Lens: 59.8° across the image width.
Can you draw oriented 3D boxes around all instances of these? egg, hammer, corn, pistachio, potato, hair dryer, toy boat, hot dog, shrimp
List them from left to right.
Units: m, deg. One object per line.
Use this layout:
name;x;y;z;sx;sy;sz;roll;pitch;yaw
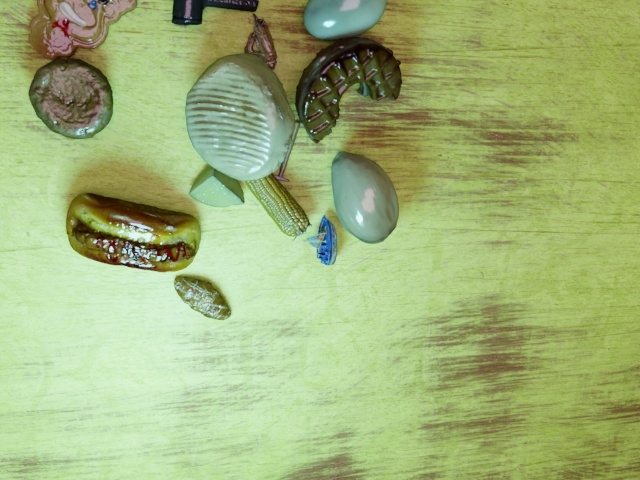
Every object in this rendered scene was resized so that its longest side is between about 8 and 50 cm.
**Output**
hot dog;-0.566;-0.016;1.689;0.405;0.223;0.185;12;99;-16
hair dryer;-0.306;-0.724;1.643;0.251;0.089;0.197;2;102;-23
potato;-0.332;-0.163;1.796;0.120;0.081;0.149;-27;130;27
shrimp;-0.190;-0.606;1.718;0.099;0.041;0.180;-8;108;4
corn;-0.153;-0.138;1.814;0.106;0.106;0.305;-40;105;0
hammer;-0.102;-0.291;1.830;0.062;0.013;0.199;16;101;-17
toy boat;0.000;0.000;1.890;0.110;0.091;0.175;-2;101;-29
egg;0.073;-0.701;1.671;0.264;0.183;0.183;-24;109;0
pistachio;0.140;-0.144;1.837;0.226;0.208;0.332;-13;105;36

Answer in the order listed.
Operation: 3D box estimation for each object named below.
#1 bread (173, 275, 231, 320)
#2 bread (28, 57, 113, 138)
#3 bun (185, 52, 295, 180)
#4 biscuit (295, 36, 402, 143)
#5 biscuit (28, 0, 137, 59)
bread;-0.389;0.196;1.864;0.233;0.076;0.105;39;95;-21
bread;-0.708;-0.409;1.603;0.230;0.123;0.230;-2;100;-10
bun;-0.235;-0.361;1.660;0.326;0.234;0.362;-17;101;13
biscuit;0.081;-0.483;1.723;0.366;0.115;0.268;-35;141;-4
biscuit;-0.686;-0.655;1.582;0.334;0.047;0.202;-44;110;2
